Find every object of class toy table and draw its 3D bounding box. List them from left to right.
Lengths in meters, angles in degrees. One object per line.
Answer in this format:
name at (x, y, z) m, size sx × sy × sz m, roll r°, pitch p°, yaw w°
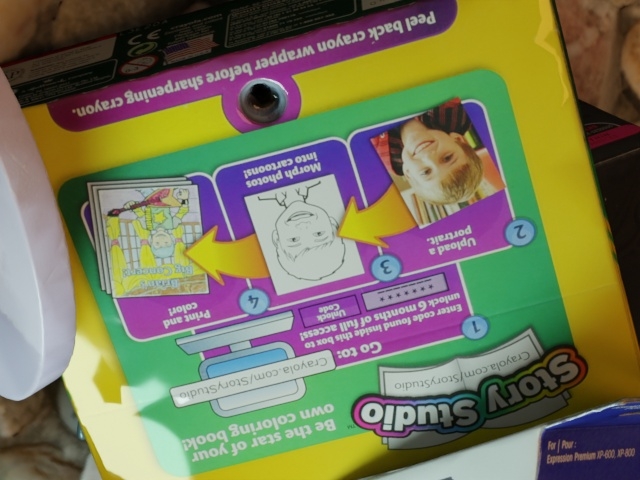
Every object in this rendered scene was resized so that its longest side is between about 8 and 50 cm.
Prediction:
toy table at (-0.261, -0.001, 1.074) m, size 0.161 × 0.252 × 0.274 m, roll -30°, pitch 111°, yaw -35°

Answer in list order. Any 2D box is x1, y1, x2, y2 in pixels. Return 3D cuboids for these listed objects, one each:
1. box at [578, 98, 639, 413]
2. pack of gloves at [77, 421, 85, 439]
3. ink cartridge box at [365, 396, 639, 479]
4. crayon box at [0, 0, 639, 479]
box at (0.163, 0.049, 1.379) m, size 0.165 × 0.143 × 0.270 m, roll -20°, pitch 117°, yaw -20°
pack of gloves at (-0.069, 0.060, 1.312) m, size 0.195 × 0.046 × 0.232 m, roll -2°, pitch 110°, yaw -30°
ink cartridge box at (0.104, 0.176, 1.237) m, size 0.175 × 0.371 × 0.069 m, roll 4°, pitch 67°, yaw -48°
crayon box at (0.000, 0.000, 1.192) m, size 0.362 × 0.106 × 0.313 m, roll -14°, pitch 116°, yaw 7°
